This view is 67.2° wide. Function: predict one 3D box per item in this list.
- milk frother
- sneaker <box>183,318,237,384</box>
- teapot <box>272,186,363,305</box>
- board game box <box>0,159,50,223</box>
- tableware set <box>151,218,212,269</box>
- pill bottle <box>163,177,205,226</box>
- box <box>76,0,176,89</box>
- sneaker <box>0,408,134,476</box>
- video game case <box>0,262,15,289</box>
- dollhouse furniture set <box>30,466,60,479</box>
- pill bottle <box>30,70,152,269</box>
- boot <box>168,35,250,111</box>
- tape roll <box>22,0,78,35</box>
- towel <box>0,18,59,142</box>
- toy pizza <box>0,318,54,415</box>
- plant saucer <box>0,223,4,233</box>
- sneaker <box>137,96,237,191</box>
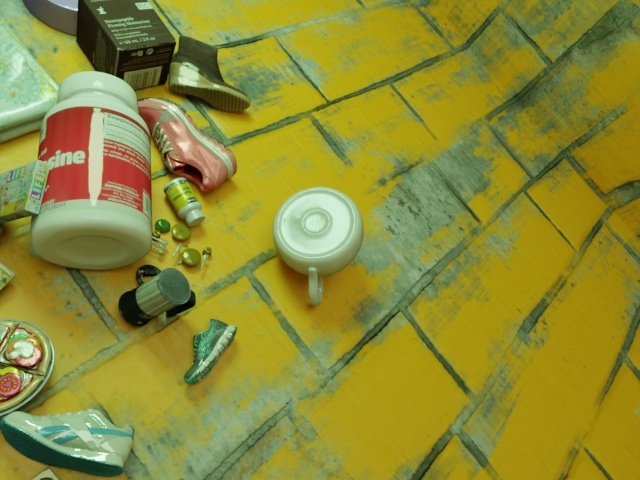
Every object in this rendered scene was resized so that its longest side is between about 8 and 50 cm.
[{"bbox_3d":[-0.352,0.096,1.051,0.129,0.135,0.143,9,57,-60],"label":"milk frother"},{"bbox_3d":[-0.259,0.244,1.077,0.076,0.065,0.166,28,48,9],"label":"sneaker"},{"bbox_3d":[0.000,0.000,1.277,0.256,0.187,0.252,-38,64,-12],"label":"teapot"},{"bbox_3d":[-0.596,-0.093,0.947,0.026,0.154,0.103,28,60,-53],"label":"board game box"},{"bbox_3d":[-0.342,0.008,1.181,0.154,0.024,0.104,25,51,-13],"label":"tableware set"},{"bbox_3d":[-0.339,-0.094,1.211,0.065,0.065,0.116,-27,79,-36],"label":"pill bottle"},{"bbox_3d":[-0.525,-0.536,1.295,0.168,0.167,0.203,-29,80,-37],"label":"box"},{"bbox_3d":[-0.462,0.357,0.887,0.229,0.087,0.092,25,38,-15],"label":"sneaker"},{"bbox_3d":[-0.735,0.066,0.880,0.227,0.026,0.206,46,55,-19],"label":"video game case"},{"bbox_3d":[-0.446,0.463,0.800,0.151,0.123,0.144,48,52,3],"label":"dollhouse furniture set"},{"bbox_3d":[-0.493,-0.160,1.062,0.229,0.229,0.407,3,62,-27],"label":"pill bottle"},{"bbox_3d":[-0.319,-0.504,1.436,0.248,0.090,0.207,14,60,-17],"label":"boot"},{"bbox_3d":[-0.687,-0.708,1.355,0.275,0.090,0.274,14,57,-22],"label":"tape roll"},{"bbox_3d":[-0.822,-0.353,1.082,0.320,0.090,0.374,48,52,4],"label":"towel"},{"bbox_3d":[-0.599,0.225,0.878,0.201,0.032,0.201,9,47,-10],"label":"toy pizza"},{"bbox_3d":[-0.787,-0.061,0.918,0.311,0.050,0.310,12,70,-35],"label":"plant saucer"},{"bbox_3d":[-0.370,-0.249,1.250,0.314,0.116,0.136,37,54,-5],"label":"sneaker"}]
